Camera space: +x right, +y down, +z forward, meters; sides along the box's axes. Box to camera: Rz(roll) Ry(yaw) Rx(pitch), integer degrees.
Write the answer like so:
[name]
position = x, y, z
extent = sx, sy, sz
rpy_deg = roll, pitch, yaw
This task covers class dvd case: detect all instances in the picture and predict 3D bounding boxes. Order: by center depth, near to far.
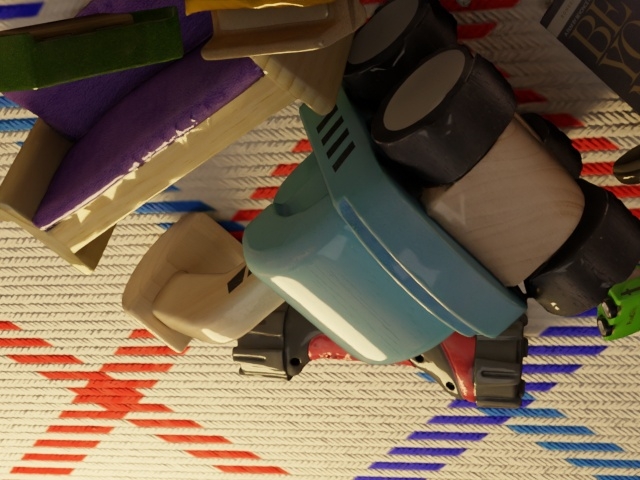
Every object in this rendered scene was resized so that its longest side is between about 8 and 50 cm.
[dvd case]
position = 0.288, -0.161, 1.078
extent = 0.221, 0.018, 0.164
rpy_deg = 47, 133, 19

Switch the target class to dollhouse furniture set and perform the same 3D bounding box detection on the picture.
[dollhouse furniture set]
position = -0.129, -0.219, 0.990
extent = 0.301, 0.151, 0.197
rpy_deg = 2, 104, 45

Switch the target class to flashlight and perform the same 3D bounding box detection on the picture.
[flashlight]
position = 0.062, 0.116, 1.457
extent = 0.304, 0.103, 0.103
rpy_deg = 1, 137, 13

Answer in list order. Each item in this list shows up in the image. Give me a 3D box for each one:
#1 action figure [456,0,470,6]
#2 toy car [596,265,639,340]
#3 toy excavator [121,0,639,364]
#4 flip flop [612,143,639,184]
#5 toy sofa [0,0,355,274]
[action figure]
position = 0.083, -0.250, 1.038
extent = 0.164, 0.141, 0.276
rpy_deg = 0, 149, 26
[toy car]
position = 0.290, 0.024, 1.303
extent = 0.239, 0.053, 0.225
rpy_deg = -18, 151, -8
[toy excavator]
position = 0.000, 0.000, 1.247
extent = 0.445, 0.433, 0.222
rpy_deg = -42, 116, 11
[flip flop]
position = 0.325, -0.147, 1.128
extent = 0.080, 0.112, 0.277
rpy_deg = 44, 138, 9
[toy sofa]
position = -0.152, -0.134, 1.235
extent = 0.177, 0.150, 0.362
rpy_deg = 40, 131, -24
